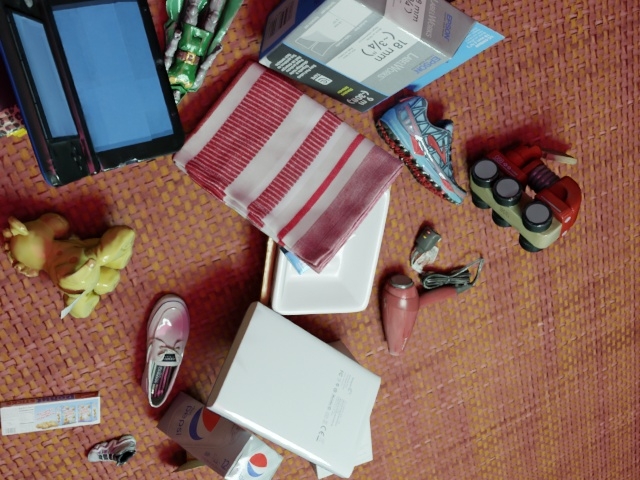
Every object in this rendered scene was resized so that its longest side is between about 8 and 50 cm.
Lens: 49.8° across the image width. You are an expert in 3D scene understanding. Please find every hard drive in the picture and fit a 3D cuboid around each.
[{"bbox_3d":[-0.039,0.284,1.299,0.319,0.040,0.210,35,60,-24],"label":"hard drive"}]

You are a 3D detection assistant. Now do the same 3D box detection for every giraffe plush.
[{"bbox_3d":[-0.439,0.026,1.156,0.171,0.210,0.181,32,114,2],"label":"giraffe plush"}]

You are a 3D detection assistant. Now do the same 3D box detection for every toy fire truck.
[{"bbox_3d":[0.461,-0.119,1.425,0.246,0.217,0.158,-38,151,-8],"label":"toy fire truck"}]

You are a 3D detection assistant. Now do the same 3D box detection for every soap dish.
[{"bbox_3d":[0.000,0.000,1.334,0.229,0.118,0.290,0,114,-22],"label":"soap dish"}]

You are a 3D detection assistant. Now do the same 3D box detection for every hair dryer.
[{"bbox_3d":[0.234,0.131,1.515,0.224,0.080,0.293,32,99,-32],"label":"hair dryer"}]

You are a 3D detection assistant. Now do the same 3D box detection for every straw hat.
[{"bbox_3d":[-0.252,0.452,1.474,0.145,0.144,0.061,-7,75,-20],"label":"straw hat"}]

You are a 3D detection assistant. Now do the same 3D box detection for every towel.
[{"bbox_3d":[-0.058,-0.131,1.159,0.329,0.037,0.237,37,82,8],"label":"towel"}]

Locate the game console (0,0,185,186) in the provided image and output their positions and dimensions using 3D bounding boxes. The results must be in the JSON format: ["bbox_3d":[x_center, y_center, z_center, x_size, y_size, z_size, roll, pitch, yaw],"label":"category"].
[{"bbox_3d":[-0.324,-0.246,0.992,0.174,0.250,0.293,-15,102,-2],"label":"game console"}]

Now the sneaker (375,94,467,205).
[{"bbox_3d":[0.230,-0.177,1.355,0.125,0.104,0.262,-45,122,0],"label":"sneaker"}]

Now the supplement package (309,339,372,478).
[{"bbox_3d":[0.021,0.366,1.501,0.134,0.139,0.244,-14,118,-17],"label":"supplement package"}]

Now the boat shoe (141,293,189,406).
[{"bbox_3d":[-0.296,0.219,1.340,0.083,0.076,0.226,2,113,-24],"label":"boat shoe"}]

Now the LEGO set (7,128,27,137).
[{"bbox_3d":[-0.470,-0.214,1.054,0.087,0.093,0.227,-33,122,-5],"label":"LEGO set"}]

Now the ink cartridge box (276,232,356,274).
[{"bbox_3d":[-0.008,-0.003,1.204,0.122,0.088,0.052,-36,108,-3],"label":"ink cartridge box"}]

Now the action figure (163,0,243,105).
[{"bbox_3d":[-0.209,-0.329,1.131,0.137,0.063,0.232,12,112,-30],"label":"action figure"}]

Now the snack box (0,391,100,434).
[{"bbox_3d":[-0.521,0.334,1.334,0.178,0.022,0.064,-2,114,-21],"label":"snack box"}]

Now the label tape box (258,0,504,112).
[{"bbox_3d":[0.103,-0.319,1.151,0.334,0.241,0.105,20,67,-28],"label":"label tape box"}]

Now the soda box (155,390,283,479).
[{"bbox_3d":[-0.201,0.388,1.331,0.098,0.286,0.091,46,69,-32],"label":"soda box"}]

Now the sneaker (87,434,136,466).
[{"bbox_3d":[-0.421,0.437,1.395,0.098,0.069,0.038,-21,120,-12],"label":"sneaker"}]

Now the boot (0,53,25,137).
[{"bbox_3d":[-0.508,-0.210,0.934,0.236,0.085,0.178,-29,114,-27],"label":"boot"}]

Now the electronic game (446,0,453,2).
[{"bbox_3d":[0.162,-0.495,1.138,0.229,0.048,0.229,14,63,-31],"label":"electronic game"}]
